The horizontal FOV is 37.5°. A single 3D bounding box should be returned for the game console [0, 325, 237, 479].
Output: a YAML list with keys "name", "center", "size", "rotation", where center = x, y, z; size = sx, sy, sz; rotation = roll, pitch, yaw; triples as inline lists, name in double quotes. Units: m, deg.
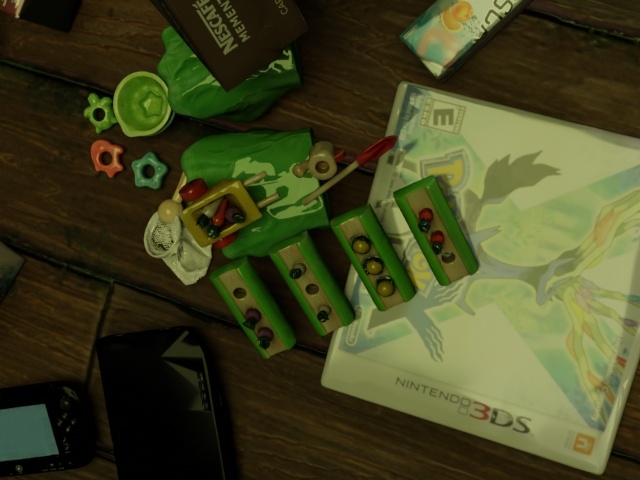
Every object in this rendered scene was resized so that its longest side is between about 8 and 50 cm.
- name: "game console"
  center: [-0.274, 0.221, 1.063]
  size: [0.361, 0.044, 0.213]
  rotation: [-9, 92, 14]

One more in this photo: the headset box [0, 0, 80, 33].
- name: "headset box"
  center: [-0.346, -0.372, 0.998]
  size: [0.293, 0.110, 0.218]
  rotation: [28, 100, 10]

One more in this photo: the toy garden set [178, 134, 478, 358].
- name: "toy garden set"
  center: [0.000, 0.000, 0.899]
  size: [0.244, 0.049, 0.204]
  rotation: [-24, 114, 14]

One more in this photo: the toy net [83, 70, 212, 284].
- name: "toy net"
  center: [-0.188, -0.060, 1.019]
  size: [0.122, 0.045, 0.232]
  rotation: [-14, 91, 14]

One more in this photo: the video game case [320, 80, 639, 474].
- name: "video game case"
  center: [0.181, 0.035, 0.945]
  size: [0.300, 0.036, 0.329]
  rotation: [16, 98, 11]

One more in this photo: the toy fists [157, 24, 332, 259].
- name: "toy fists"
  center: [-0.081, -0.121, 0.967]
  size: [0.142, 0.096, 0.279]
  rotation: [-11, 90, 6]

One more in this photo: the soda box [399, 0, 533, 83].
- name: "soda box"
  center: [0.165, -0.236, 0.914]
  size: [0.183, 0.063, 0.058]
  rotation: [-43, 84, 13]

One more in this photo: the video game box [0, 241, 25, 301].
- name: "video game box"
  center: [-0.428, 0.092, 1.006]
  size: [0.048, 0.205, 0.187]
  rotation: [37, 101, 9]

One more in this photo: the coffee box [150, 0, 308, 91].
- name: "coffee box"
  center: [-0.129, -0.269, 0.874]
  size: [0.098, 0.141, 0.246]
  rotation: [-37, 48, -2]
